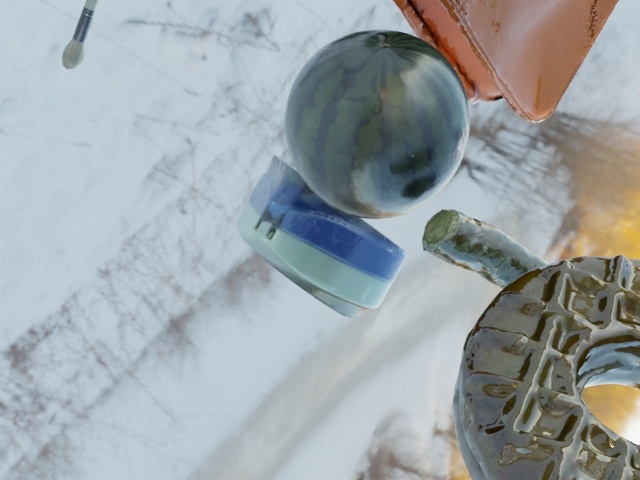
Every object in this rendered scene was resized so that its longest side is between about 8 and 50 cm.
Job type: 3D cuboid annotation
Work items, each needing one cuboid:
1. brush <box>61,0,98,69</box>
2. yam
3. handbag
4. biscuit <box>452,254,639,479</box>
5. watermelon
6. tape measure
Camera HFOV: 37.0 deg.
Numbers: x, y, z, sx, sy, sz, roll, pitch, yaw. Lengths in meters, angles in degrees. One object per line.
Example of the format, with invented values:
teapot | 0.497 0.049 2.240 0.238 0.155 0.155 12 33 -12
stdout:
brush | -0.445 -0.465 1.858 0.299 0.039 0.042 -63 171 24
yam | 0.233 0.041 1.077 0.061 0.274 0.061 -44 -149 36
handbag | 0.231 -0.354 1.163 0.303 0.116 0.410 -58 143 -5
biscuit | 0.280 0.154 0.864 0.332 0.332 0.103 -53 160 -35
watermelon | 0.063 -0.126 1.066 0.212 0.212 0.212 -56 163 -28
tape measure | -0.002 0.000 1.473 0.138 0.262 0.259 -53 -167 4
